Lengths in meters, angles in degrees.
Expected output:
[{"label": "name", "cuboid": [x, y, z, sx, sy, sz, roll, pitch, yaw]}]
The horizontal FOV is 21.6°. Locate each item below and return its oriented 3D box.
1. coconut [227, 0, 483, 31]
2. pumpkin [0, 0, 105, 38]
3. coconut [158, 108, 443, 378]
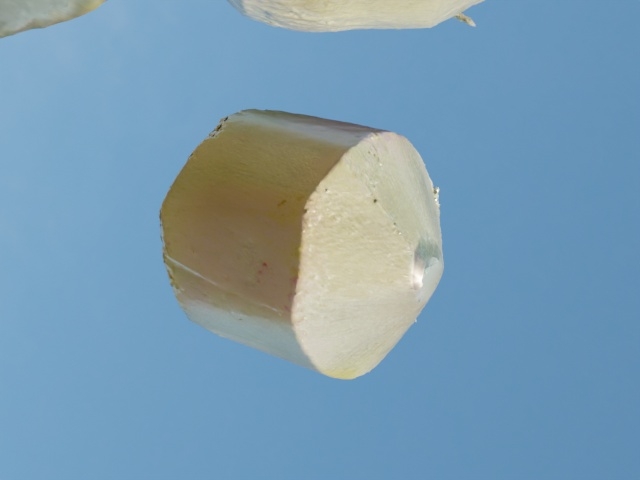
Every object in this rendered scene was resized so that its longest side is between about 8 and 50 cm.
[{"label": "coconut", "cuboid": [0.016, -0.366, 1.553, 0.360, 0.346, 0.346, 6, -112, -1]}, {"label": "pumpkin", "cuboid": [-0.088, -0.237, 0.427, 0.332, 0.199, 0.332, -20, -134, 22]}, {"label": "coconut", "cuboid": [0.000, 0.000, 0.969, 0.153, 0.147, 0.147, 16, -99, 30]}]
